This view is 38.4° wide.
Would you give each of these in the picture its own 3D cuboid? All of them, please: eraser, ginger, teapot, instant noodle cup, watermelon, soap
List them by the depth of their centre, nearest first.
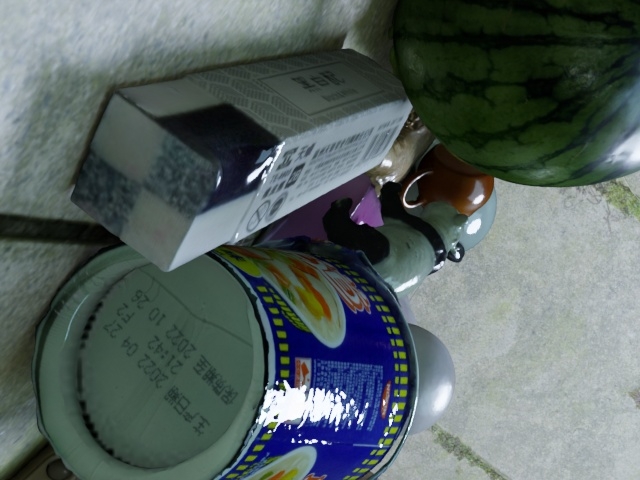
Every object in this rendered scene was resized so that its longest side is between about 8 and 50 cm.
[{"bbox_3d":[-0.036,-0.086,0.763,0.098,0.096,0.404,-59,167,25],"label":"eraser"},{"bbox_3d":[-0.078,0.111,0.800,0.284,0.284,0.312,-56,160,3],"label":"instant noodle cup"},{"bbox_3d":[0.246,-0.169,0.814,0.330,0.331,0.189,-60,-161,21],"label":"watermelon"},{"bbox_3d":[0.002,0.001,1.185,0.181,0.081,0.259,-54,168,-4],"label":"soap"},{"bbox_3d":[0.097,-0.121,1.248,0.213,0.074,0.137,-49,154,-45],"label":"ginger"},{"bbox_3d":[0.181,-0.072,1.297,0.173,0.116,0.116,-9,141,-31],"label":"teapot"}]

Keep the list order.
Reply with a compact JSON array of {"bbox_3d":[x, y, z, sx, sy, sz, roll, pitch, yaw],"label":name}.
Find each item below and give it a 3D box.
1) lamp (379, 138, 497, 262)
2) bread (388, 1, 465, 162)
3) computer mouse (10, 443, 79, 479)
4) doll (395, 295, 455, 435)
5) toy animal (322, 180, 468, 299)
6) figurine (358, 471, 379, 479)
[{"bbox_3d":[0.192,-0.078,1.468,0.197,0.198,0.244,-61,175,25],"label":"lamp"},{"bbox_3d":[0.211,-0.202,1.097,0.208,0.251,0.376,-24,176,15],"label":"bread"},{"bbox_3d":[-0.261,0.267,0.881,0.236,0.082,0.145,-43,162,-43],"label":"computer mouse"},{"bbox_3d":[0.073,0.148,1.115,0.221,0.221,0.251,-57,157,7],"label":"doll"},{"bbox_3d":[0.079,0.005,1.032,0.225,0.121,0.093,-23,136,-48],"label":"toy animal"},{"bbox_3d":[-0.044,0.308,1.269,0.248,0.380,0.203,-49,-160,-21],"label":"figurine"}]
